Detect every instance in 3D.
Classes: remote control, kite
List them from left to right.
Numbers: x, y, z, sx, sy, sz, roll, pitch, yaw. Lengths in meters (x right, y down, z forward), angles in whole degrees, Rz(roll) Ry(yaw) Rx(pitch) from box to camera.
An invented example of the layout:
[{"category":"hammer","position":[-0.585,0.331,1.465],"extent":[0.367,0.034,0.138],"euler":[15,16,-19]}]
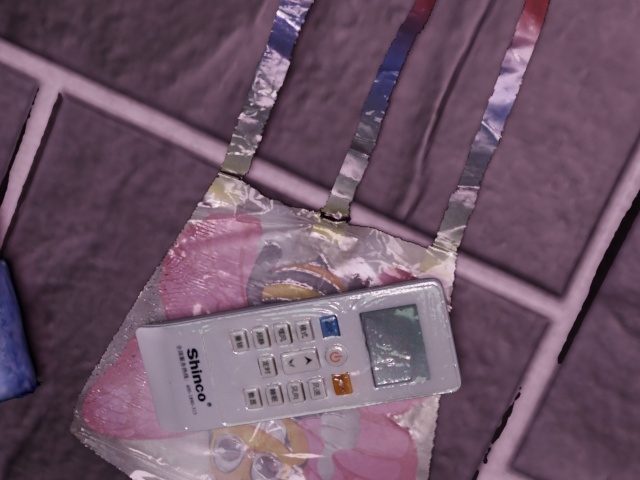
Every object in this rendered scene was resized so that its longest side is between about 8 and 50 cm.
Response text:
[{"category":"remote control","position":[-0.012,0.058,0.695],"extent":[0.162,0.029,0.061],"euler":[-9,104,10]},{"category":"kite","position":[-0.001,0.001,0.702],"extent":[0.204,0.022,0.360],"euler":[20,104,7]}]

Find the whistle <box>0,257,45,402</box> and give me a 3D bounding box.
[{"category":"whistle","position":[-0.214,-0.060,0.715],"extent":[0.062,0.062,0.304],"euler":[-13,96,14]}]
